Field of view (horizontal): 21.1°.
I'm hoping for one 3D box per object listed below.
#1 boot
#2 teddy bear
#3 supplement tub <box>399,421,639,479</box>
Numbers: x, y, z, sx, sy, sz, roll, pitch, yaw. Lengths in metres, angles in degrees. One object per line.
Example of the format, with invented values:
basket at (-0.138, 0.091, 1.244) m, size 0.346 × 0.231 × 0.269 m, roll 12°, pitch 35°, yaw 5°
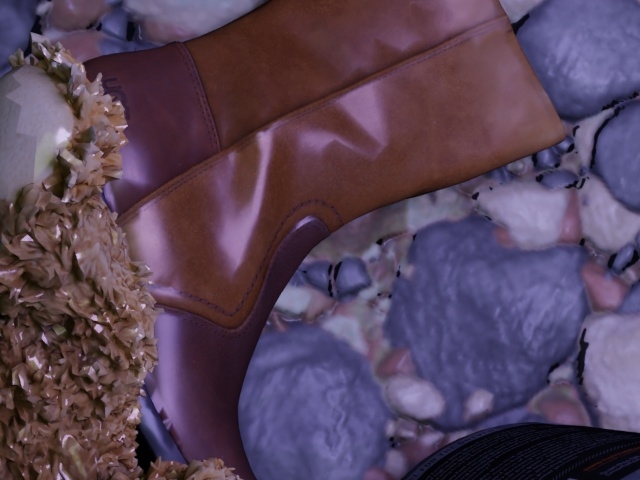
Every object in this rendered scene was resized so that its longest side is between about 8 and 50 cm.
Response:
boot at (0.000, 0.000, 0.854) m, size 0.280 × 0.096 × 0.264 m, roll -27°, pitch 87°, yaw -22°
teddy bear at (-0.124, 0.075, 0.733) m, size 0.113 × 0.245 × 0.338 m, roll -17°, pitch 91°, yaw -51°
supplement tub at (0.124, 0.178, 0.741) m, size 0.194 × 0.316 × 0.193 m, roll 1°, pitch 87°, yaw -16°
